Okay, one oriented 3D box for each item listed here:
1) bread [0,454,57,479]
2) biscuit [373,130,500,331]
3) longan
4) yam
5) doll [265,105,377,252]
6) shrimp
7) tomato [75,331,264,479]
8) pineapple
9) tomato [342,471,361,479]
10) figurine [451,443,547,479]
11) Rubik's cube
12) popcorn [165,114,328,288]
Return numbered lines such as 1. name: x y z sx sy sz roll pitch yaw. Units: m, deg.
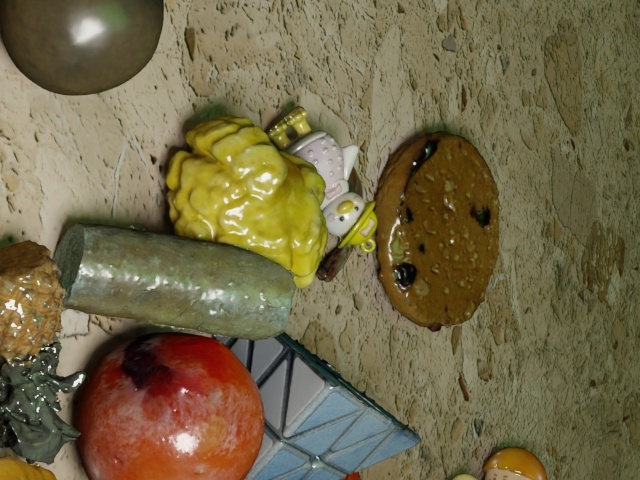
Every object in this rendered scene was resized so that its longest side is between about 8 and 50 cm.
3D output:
1. bread: -0.342 0.328 1.444 0.268 0.145 0.268 -14 107 -57
2. biscuit: 0.169 -0.015 2.151 0.296 0.075 0.296 -6 98 -49
3. longan: -0.241 -0.236 1.490 0.187 0.167 0.167 -78 150 -46
4. yam: -0.161 0.045 1.596 0.259 0.106 0.106 11 85 -26
5. doll: 0.006 -0.071 1.871 0.129 0.081 0.207 -35 92 -13
6. shrimp: 0.002 0.000 1.944 0.251 0.052 0.144 -52 136 -38
7. tomato: -0.165 0.196 1.610 0.208 0.208 0.184 -23 118 -50
8. pineapple: -0.304 0.125 1.499 0.119 0.111 0.237 -22 119 -28
9. tomato: -0.023 0.334 1.874 0.187 0.151 0.187 5 83 -46
10. figurine: 0.307 0.443 2.375 0.324 0.124 0.222 42 62 -44
11. Rubik's cube: -0.032 0.204 1.737 0.233 0.228 0.228 -56 138 -57
12. popcorn: -0.091 -0.031 1.730 0.200 0.226 0.203 -48 -177 1
